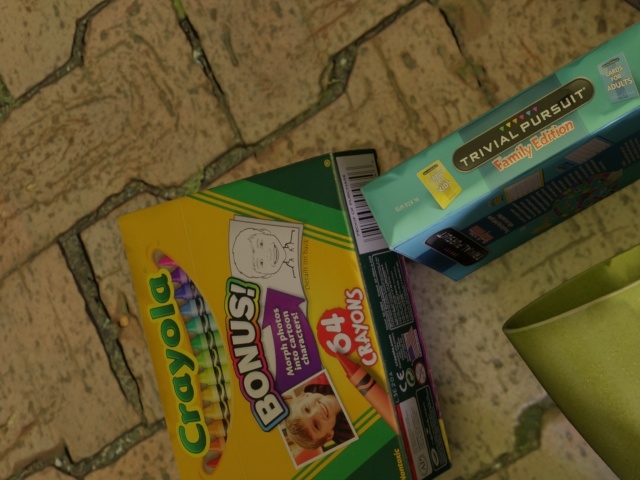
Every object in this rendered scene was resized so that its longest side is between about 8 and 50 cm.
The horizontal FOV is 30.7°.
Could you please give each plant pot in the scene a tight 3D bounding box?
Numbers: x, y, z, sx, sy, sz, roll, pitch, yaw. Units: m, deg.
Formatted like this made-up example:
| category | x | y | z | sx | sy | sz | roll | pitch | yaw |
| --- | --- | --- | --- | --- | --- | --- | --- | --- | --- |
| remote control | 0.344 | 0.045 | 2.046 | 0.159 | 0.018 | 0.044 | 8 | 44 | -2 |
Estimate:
| category | x | y | z | sx | sy | sz | roll | pitch | yaw |
| --- | --- | --- | --- | --- | --- | --- | --- | --- | --- |
| plant pot | 0.372 | 0.155 | 1.162 | 0.274 | 0.275 | 0.293 | -28 | 89 | 15 |

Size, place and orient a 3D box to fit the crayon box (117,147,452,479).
| category | x | y | z | sx | sy | sz | roll | pitch | yaw |
| --- | --- | --- | --- | --- | --- | --- | --- | --- | --- |
| crayon box | -0.047 | 0.110 | 1.317 | 0.313 | 0.106 | 0.363 | -14 | 88 | 33 |

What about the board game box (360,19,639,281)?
| category | x | y | z | sx | sy | sz | roll | pitch | yaw |
| --- | --- | --- | --- | --- | --- | --- | --- | --- | --- |
| board game box | 0.237 | -0.085 | 1.232 | 0.336 | 0.254 | 0.079 | -30 | 71 | 14 |

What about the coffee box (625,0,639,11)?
| category | x | y | z | sx | sy | sz | roll | pitch | yaw |
| --- | --- | --- | --- | --- | --- | --- | --- | --- | --- |
| coffee box | 0.390 | -0.434 | 1.183 | 0.337 | 0.338 | 0.334 | 41 | 97 | 21 |
